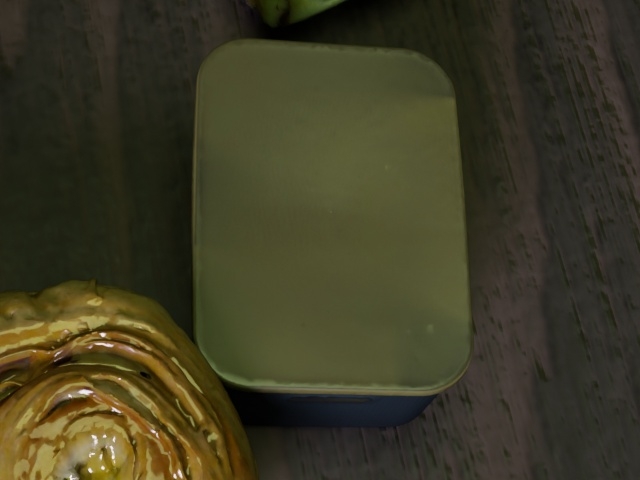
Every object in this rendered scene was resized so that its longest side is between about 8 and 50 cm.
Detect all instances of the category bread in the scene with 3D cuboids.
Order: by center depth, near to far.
[{"bbox_3d":[-0.148,0.128,0.643,0.236,0.120,0.198,-25,74,-11],"label":"bread"}]

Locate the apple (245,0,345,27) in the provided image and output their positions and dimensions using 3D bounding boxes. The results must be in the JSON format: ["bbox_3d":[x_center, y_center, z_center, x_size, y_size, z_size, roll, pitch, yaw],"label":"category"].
[{"bbox_3d":[0.031,-0.266,0.864,0.265,0.120,0.193,-28,61,-21],"label":"apple"}]

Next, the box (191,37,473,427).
[{"bbox_3d":[0.000,0.000,0.749,0.144,0.090,0.201,1,65,-8],"label":"box"}]
